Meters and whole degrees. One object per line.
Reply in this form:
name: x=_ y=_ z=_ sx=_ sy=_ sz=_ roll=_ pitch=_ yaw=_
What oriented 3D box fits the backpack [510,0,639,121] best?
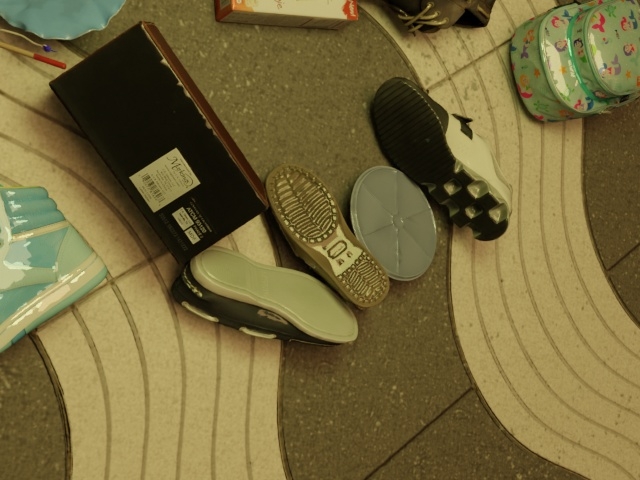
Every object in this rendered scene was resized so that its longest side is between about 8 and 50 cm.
backpack: x=0.490 y=-0.340 z=1.758 sx=0.254 sy=0.191 sz=0.225 roll=-17 pitch=95 yaw=-25

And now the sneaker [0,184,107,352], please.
sneaker: x=-0.452 y=0.042 z=1.198 sx=0.319 sy=0.127 sz=0.208 roll=-39 pitch=107 yaw=-37

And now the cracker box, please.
cracker box: x=-0.057 y=-0.429 z=1.505 sx=0.232 sy=0.067 sz=0.155 roll=-4 pitch=87 yaw=-31

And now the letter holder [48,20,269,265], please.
letter holder: x=-0.221 y=-0.150 z=1.352 sx=0.152 sy=0.214 sz=0.302 roll=-33 pitch=104 yaw=4

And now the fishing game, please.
fishing game: x=-0.364 y=-0.344 z=1.300 sx=0.189 sy=0.041 sz=0.264 roll=19 pitch=59 yaw=3

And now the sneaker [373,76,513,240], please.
sneaker: x=0.219 y=-0.160 z=1.626 sx=0.330 sy=0.122 sz=0.146 roll=50 pitch=40 yaw=-15

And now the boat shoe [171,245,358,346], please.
boat shoe: x=-0.082 y=0.098 z=1.431 sx=0.302 sy=0.091 sz=0.114 roll=27 pitch=39 yaw=-24

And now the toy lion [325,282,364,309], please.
toy lion: x=0.059 y=0.061 z=1.550 sx=0.096 sy=0.034 sz=0.100 roll=39 pitch=67 yaw=-13

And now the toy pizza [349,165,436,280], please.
toy pizza: x=0.119 y=-0.028 z=1.577 sx=0.201 sy=0.032 sz=0.201 roll=16 pitch=65 yaw=-38

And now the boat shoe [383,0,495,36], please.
boat shoe: x=0.193 y=-0.419 z=1.594 sx=0.355 sy=0.132 sz=0.130 roll=-9 pitch=97 yaw=-41

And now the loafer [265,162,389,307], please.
loafer: x=0.000 y=0.000 z=1.486 sx=0.102 sy=0.092 sz=0.268 roll=-34 pitch=85 yaw=-19
